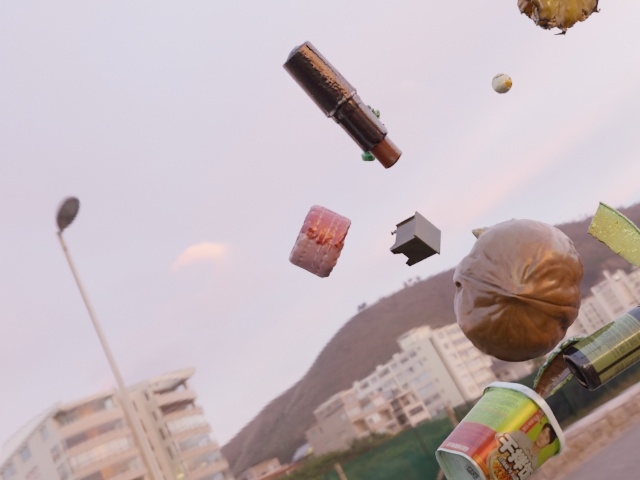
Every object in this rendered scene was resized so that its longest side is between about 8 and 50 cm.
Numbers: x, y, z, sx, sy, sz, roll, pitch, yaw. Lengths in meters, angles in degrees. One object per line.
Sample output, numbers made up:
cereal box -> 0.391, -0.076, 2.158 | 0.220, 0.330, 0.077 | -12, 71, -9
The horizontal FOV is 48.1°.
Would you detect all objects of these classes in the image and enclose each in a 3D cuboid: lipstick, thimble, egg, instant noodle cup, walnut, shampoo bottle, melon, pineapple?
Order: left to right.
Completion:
thimble -> 0.000, 0.001, 1.914 | 0.190, 0.125, 0.163 | -69, 4, -54
lipstick -> 0.048, -0.261, 1.404 | 0.081, 0.300, 0.081 | -43, 8, 7
instant noodle cup -> 0.534, 0.628, 2.183 | 0.307, 0.294, 0.294 | -35, -14, -28
egg -> 0.638, -0.549, 2.519 | 0.071, 0.071, 0.083 | -36, -21, 19
walnut -> 0.483, 0.121, 1.777 | 0.307, 0.354, 0.398 | 8, -3, 16
pineapple -> 0.385, -0.441, 1.177 | 0.221, 0.221, 0.047 | -19, 19, -26
melon -> 0.800, 0.004, 1.883 | 0.114, 0.262, 0.053 | -30, -29, -11
shampoo bottle -> 0.674, 0.212, 1.563 | 0.283, 0.101, 0.101 | -32, -19, -3

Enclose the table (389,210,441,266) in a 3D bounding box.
table -> 0.205, -0.001, 1.574 | 0.083, 0.070, 0.082 | 35, -46, -28

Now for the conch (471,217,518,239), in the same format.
conch -> 0.656, 0.029, 2.272 | 0.386, 0.203, 0.170 | 12, -38, -2

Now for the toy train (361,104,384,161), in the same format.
toy train -> 0.164, -0.360, 2.404 | 0.071, 0.178, 0.104 | 7, 36, 35

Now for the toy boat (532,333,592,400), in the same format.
toy boat -> 0.731, 0.387, 2.181 | 0.293, 0.108, 0.099 | -57, 6, 27
